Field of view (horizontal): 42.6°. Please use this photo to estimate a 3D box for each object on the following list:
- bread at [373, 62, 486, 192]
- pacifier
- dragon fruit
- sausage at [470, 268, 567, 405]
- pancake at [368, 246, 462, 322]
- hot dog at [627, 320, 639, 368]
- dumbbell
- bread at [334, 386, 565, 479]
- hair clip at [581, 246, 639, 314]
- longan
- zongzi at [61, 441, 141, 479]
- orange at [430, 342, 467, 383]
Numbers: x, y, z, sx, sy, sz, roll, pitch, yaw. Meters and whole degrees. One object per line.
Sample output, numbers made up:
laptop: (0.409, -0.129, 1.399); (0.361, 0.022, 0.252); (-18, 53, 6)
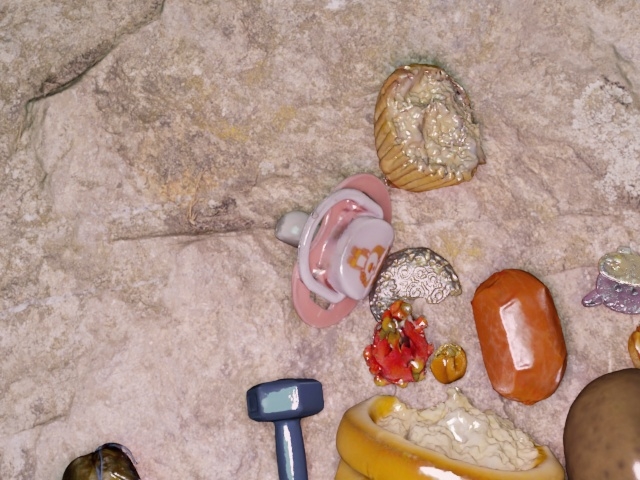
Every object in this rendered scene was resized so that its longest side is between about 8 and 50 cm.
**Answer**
bread: (0.214, -0.230, 1.698); (0.274, 0.149, 0.274); (16, 63, -34)
pacifier: (0.030, 0.014, 1.668); (0.220, 0.273, 0.332); (29, 81, -15)
dragon fruit: (0.159, 0.203, 1.648); (0.133, 0.207, 0.150); (-4, 36, -9)
sausage: (0.389, 0.188, 1.611); (0.141, 0.153, 0.267); (-5, 75, -24)
pancake: (0.198, 0.103, 1.722); (0.191, 0.020, 0.184); (15, 81, 11)
hot dog: (0.668, 0.269, 1.608); (0.092, 0.062, 0.235); (-17, 80, 5)
dumbbell: (-0.057, 0.436, 1.623); (0.144, 0.160, 0.324); (-15, 76, 34)
bread: (0.236, 0.438, 1.555); (0.424, 0.329, 0.245); (13, 116, 14)
hair clip: (0.637, 0.090, 1.653); (0.187, 0.056, 0.146); (17, 74, 13)
longan: (0.581, 0.402, 1.468); (0.289, 0.288, 0.350); (-15, 56, 4)
zongzi: (-0.301, 0.604, 1.619); (0.433, 0.208, 0.403); (1, 68, -11)
orange: (0.256, 0.250, 1.658); (0.062, 0.086, 0.086); (-2, 75, 48)
